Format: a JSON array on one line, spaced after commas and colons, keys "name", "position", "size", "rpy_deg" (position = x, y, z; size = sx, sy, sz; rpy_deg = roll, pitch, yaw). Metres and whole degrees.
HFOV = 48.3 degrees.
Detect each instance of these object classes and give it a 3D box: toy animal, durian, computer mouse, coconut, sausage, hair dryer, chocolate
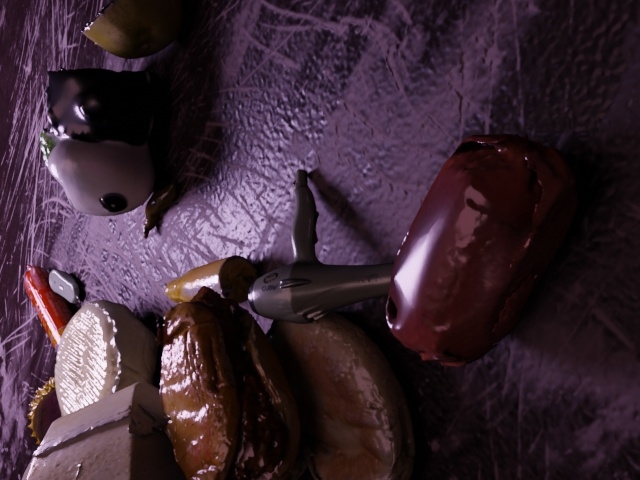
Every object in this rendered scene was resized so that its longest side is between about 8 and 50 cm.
[{"name": "toy animal", "position": [-0.404, -0.179, 1.297], "size": [0.212, 0.212, 0.267], "rpy_deg": [12, 98, 44]}, {"name": "durian", "position": [-0.596, 0.392, 1.652], "size": [0.132, 0.165, 0.182], "rpy_deg": [9, 130, 14]}, {"name": "computer mouse", "position": [-0.582, 0.105, 1.645], "size": [0.110, 0.032, 0.056], "rpy_deg": [29, 117, 28]}, {"name": "coconut", "position": [-0.284, 0.383, 1.100], "size": [0.323, 0.323, 0.323], "rpy_deg": [8, 102, 45]}, {"name": "sausage", "position": [0.169, 0.014, 0.777], "size": [0.152, 0.152, 0.280], "rpy_deg": [42, 124, 34]}, {"name": "sausage", "position": [-0.630, 0.155, 1.674], "size": [0.274, 0.074, 0.074], "rpy_deg": [52, 128, 29]}, {"name": "hair dryer", "position": [0.022, 0.018, 0.985], "size": [0.219, 0.088, 0.225], "rpy_deg": [12, 75, 29]}, {"name": "chocolate", "position": [-0.196, 0.075, 1.218], "size": [0.219, 0.085, 0.086], "rpy_deg": [-11, 88, 50]}]

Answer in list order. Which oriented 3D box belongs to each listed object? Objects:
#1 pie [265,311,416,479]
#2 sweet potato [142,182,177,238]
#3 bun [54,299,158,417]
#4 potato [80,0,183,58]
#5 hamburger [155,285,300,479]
[{"name": "pie", "position": [0.004, 0.247, 1.037], "size": [0.337, 0.075, 0.338], "rpy_deg": [1, 91, 46]}, {"name": "sweet potato", "position": [-0.306, -0.064, 1.334], "size": [0.153, 0.038, 0.041], "rpy_deg": [-49, 39, 40]}, {"name": "bun", "position": [-0.418, 0.256, 1.420], "size": [0.287, 0.146, 0.287], "rpy_deg": [-12, 73, 43]}, {"name": "potato", "position": [-0.298, -0.382, 1.219], "size": [0.202, 0.182, 0.117], "rpy_deg": [-31, 112, 25]}, {"name": "hamburger", "position": [-0.129, 0.229, 1.016], "size": [0.245, 0.155, 0.282], "rpy_deg": [18, 99, 45]}]
